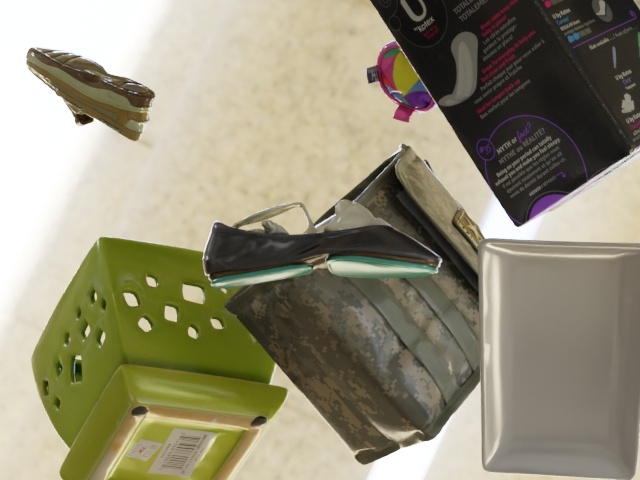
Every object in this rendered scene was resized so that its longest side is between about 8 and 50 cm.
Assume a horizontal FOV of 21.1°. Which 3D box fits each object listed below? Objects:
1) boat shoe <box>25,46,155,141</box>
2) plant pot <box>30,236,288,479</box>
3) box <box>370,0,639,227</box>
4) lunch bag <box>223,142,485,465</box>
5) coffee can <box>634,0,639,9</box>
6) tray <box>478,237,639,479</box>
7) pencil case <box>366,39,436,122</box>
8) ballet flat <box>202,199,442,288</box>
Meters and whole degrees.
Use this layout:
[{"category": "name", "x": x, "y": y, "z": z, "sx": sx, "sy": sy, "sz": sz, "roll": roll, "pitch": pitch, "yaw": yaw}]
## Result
[{"category": "boat shoe", "x": -0.273, "y": -0.166, "z": 1.973, "sx": 0.190, "sy": 0.072, "sz": 0.068, "roll": 29, "pitch": 25, "yaw": 34}, {"category": "plant pot", "x": -0.169, "y": 0.154, "z": 1.872, "sx": 0.227, "sy": 0.228, "sz": 0.207, "roll": 11, "pitch": 43, "yaw": -26}, {"category": "box", "x": 0.201, "y": -0.177, "z": 1.610, "sx": 0.165, "sy": 0.143, "sz": 0.270, "roll": -37, "pitch": -96, "yaw": 45}, {"category": "lunch bag", "x": 0.088, "y": 0.054, "z": 1.807, "sx": 0.235, "sy": 0.287, "sz": 0.169, "roll": 50, "pitch": -37, "yaw": -6}, {"category": "coffee can", "x": 0.402, "y": -0.352, "z": 1.731, "sx": 0.201, "sy": 0.201, "sz": 0.275, "roll": 23, "pitch": -27, "yaw": 17}, {"category": "tray", "x": 0.215, "y": 0.104, "z": 1.527, "sx": 0.145, "sy": 0.030, "sz": 0.270, "roll": 2, "pitch": -54, "yaw": 8}, {"category": "pencil case", "x": 0.161, "y": -0.233, "z": 2.107, "sx": 0.104, "sy": 0.236, "sz": 0.104, "roll": 21, "pitch": -53, "yaw": 31}, {"category": "ballet flat", "x": 0.000, "y": 0.000, "z": 1.454, "sx": 0.203, "sy": 0.074, "sz": 0.074, "roll": -3, "pitch": -10, "yaw": 2}]
